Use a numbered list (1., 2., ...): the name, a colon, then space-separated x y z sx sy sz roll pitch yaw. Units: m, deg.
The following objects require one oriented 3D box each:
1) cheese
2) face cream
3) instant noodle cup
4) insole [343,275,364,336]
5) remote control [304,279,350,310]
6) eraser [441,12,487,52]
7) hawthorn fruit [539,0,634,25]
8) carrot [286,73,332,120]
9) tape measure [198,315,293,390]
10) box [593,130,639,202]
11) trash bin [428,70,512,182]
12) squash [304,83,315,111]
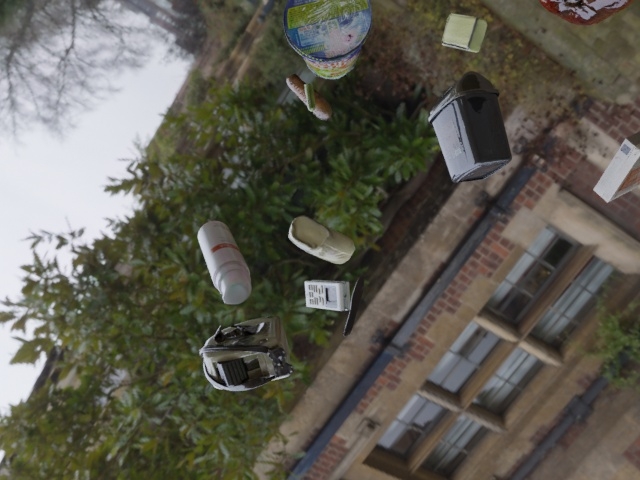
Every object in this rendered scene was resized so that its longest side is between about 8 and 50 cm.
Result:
1. cheese: 0.000 0.000 2.505 0.266 0.127 0.233 28 180 29
2. face cream: -0.258 0.058 1.702 0.102 0.102 0.345 26 -166 -31
3. instant noodle cup: 0.030 -0.671 2.056 0.284 0.284 0.312 36 180 4
4. insole: 0.095 0.186 1.770 0.004 0.188 0.064 22 -164 29
5. remote control: 0.021 0.202 2.325 0.055 0.103 0.277 -4 180 -27
6. eraser: 0.513 -0.742 2.243 0.058 0.117 0.172 5 -160 -28
7. hawthorn fruit: 0.703 -0.745 1.605 0.284 0.369 0.285 15 163 5
8. carrot: -0.034 -0.455 1.983 0.186 0.060 0.060 43 -169 -21
9. tape measure: -0.196 0.285 1.582 0.271 0.231 0.133 -120 14 -76
10. box: 0.828 -0.205 1.663 0.141 0.201 0.058 -23 -121 -23
11. trash bin: 0.447 -0.337 1.887 0.182 0.209 0.290 -9 -102 -20
12. squash: -0.031 -0.438 1.925 0.027 0.083 0.027 -10 -174 1
